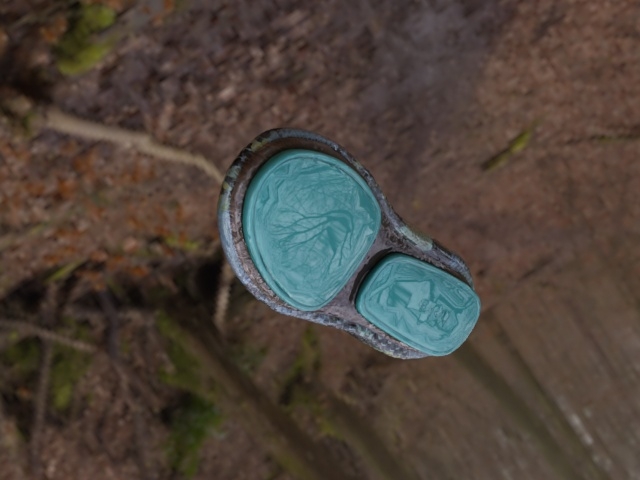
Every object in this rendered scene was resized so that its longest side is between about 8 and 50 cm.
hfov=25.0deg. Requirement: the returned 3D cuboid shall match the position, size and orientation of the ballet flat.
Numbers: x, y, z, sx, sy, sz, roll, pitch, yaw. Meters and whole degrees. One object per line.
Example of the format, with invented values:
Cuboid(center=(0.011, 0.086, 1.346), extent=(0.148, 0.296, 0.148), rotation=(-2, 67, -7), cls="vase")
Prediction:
Cuboid(center=(0.000, 0.000, 0.588), extent=(0.070, 0.070, 0.188), rotation=(-33, 145, 12), cls="ballet flat")
